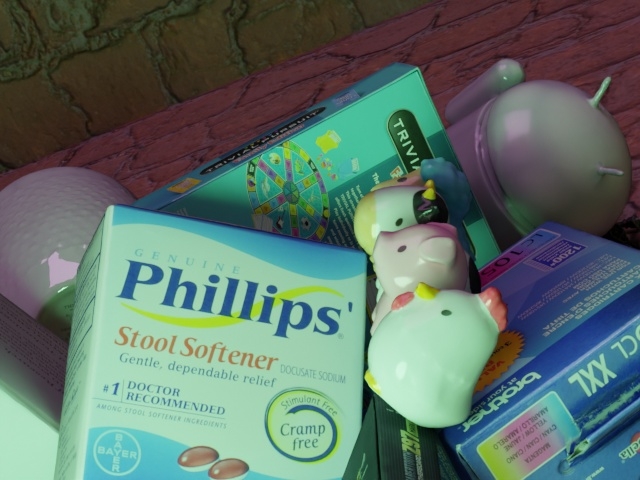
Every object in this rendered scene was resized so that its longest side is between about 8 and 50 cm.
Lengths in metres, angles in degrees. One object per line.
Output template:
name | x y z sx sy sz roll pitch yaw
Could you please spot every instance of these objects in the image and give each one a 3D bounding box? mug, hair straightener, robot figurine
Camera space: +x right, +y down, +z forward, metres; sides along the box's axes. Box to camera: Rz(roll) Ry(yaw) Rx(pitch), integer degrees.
mug | -0.285 0.075 2.364 0.374 0.276 0.328 1 18 -15
hair straightener | 0.336 -0.016 2.047 0.089 0.047 0.230 -23 18 11
robot figurine | 0.218 -0.057 2.001 0.200 0.300 0.353 3 -26 -40

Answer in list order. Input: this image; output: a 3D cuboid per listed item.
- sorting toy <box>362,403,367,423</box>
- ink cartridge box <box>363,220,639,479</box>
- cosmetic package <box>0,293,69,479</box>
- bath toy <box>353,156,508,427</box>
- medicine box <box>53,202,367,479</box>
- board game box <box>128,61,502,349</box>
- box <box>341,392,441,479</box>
sorting toy | 0.024 0.147 1.951 0.257 0.089 0.255 -33 19 -18
ink cartridge box | 0.216 0.134 1.561 0.270 0.151 0.395 -35 17 -9
cosmetic package | -0.431 0.227 1.827 0.329 0.327 0.393 -49 18 3
bath toy | 0.097 0.035 1.525 0.129 0.151 0.348 -46 14 16
medicine box | -0.104 0.140 1.641 0.149 0.263 0.289 127 150 -58
board game box | 0.000 0.000 1.836 0.336 0.253 0.079 -29 18 -10
box | 0.034 0.267 1.418 0.059 0.232 0.183 18 19 -6
